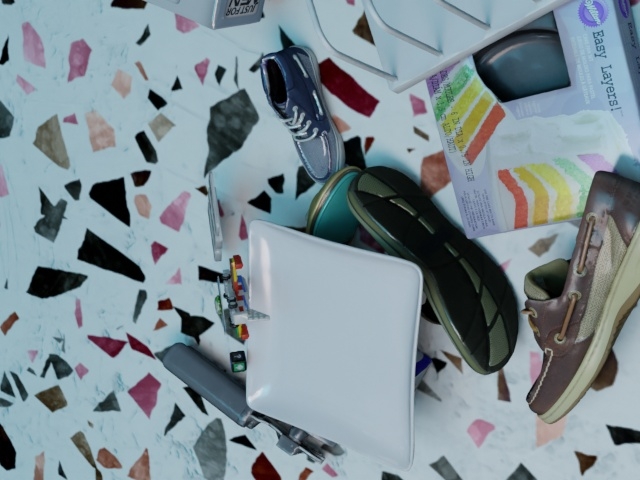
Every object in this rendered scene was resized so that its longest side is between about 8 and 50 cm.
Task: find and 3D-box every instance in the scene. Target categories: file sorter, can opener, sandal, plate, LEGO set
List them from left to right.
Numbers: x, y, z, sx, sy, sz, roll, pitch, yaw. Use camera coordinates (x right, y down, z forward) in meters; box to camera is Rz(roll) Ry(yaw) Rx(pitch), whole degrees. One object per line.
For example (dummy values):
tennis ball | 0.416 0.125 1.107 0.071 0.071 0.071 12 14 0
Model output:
LEGO set | -0.113 0.047 1.517 0.060 0.182 0.244 -7 74 -8
can opener | -0.095 0.224 1.651 0.283 0.076 0.095 35 86 17
plate | 0.020 0.125 1.457 0.277 0.045 0.278 16 113 37
sandal | 0.140 0.037 1.438 0.302 0.120 0.086 53 142 12
file sorter | 0.130 -0.323 1.244 0.278 0.173 0.192 -26 70 28

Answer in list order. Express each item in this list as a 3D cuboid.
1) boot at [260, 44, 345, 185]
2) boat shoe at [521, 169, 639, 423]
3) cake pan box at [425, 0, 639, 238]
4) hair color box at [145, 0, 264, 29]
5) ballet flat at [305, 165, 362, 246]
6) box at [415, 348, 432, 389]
boot | -0.029 -0.156 1.477 0.069 0.086 0.190 -14 97 32
boat shoe | 0.293 0.066 1.313 0.123 0.123 0.342 26 131 11
cake pan box | 0.258 -0.151 1.329 0.246 0.070 0.266 -10 99 29
hair color box | -0.134 -0.462 1.356 0.185 0.113 0.374 25 115 21
ballet flat | 0.000 0.000 1.518 0.073 0.080 0.232 39 122 49
box | 0.058 0.181 1.536 0.137 0.072 0.126 36 121 17
